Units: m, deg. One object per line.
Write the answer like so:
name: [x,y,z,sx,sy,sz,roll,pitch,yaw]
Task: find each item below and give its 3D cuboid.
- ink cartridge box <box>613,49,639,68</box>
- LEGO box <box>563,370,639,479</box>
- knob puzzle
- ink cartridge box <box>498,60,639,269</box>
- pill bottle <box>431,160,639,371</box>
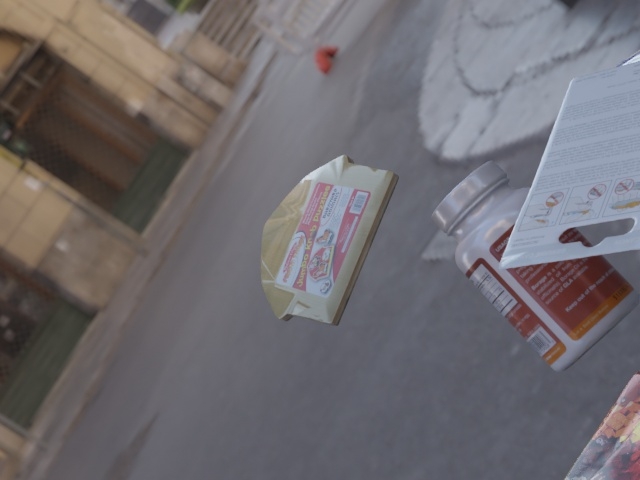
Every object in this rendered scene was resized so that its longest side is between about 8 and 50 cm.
ink cartridge box: [0.417,-0.192,1.510,0.207,0.097,0.046,-34,25,55]
LEGO box: [0.491,0.459,1.680,0.372,0.500,0.193,-50,22,-27]
knob puzzle: [0.000,0.000,1.493,0.213,0.030,0.213,-31,46,39]
ink cartridge box: [0.270,-0.062,1.175,0.189,0.066,0.232,-11,47,44]
pill bottle: [0.223,0.023,1.457,0.121,0.216,0.121,-40,-10,-9]
